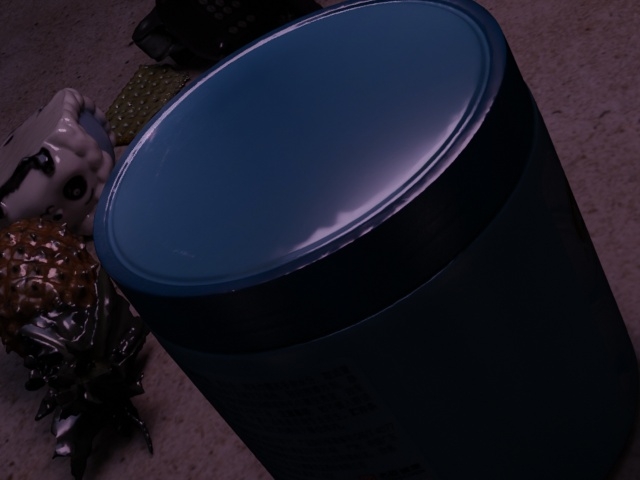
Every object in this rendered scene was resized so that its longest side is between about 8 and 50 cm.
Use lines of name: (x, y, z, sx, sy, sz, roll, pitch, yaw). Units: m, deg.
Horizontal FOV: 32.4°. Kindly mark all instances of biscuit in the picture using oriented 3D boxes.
biscuit: (-0.285, -0.219, 1.749, 0.144, 0.016, 0.203, -2, 45, 37)

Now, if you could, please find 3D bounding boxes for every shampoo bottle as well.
shampoo bottle: (0.050, 0.039, 0.874, 0.331, 0.343, 0.331, -21, 35, 16)

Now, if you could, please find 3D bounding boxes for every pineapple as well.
pineapple: (-0.275, 0.111, 1.233, 0.165, 0.165, 0.364, -38, 43, -8)

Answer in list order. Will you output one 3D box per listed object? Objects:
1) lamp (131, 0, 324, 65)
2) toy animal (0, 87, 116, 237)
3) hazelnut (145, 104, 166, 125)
lamp: (-0.127, -0.424, 1.688, 0.374, 0.205, 0.272, -10, 50, 46)
toy animal: (-0.366, -0.088, 1.529, 0.208, 0.156, 0.204, -41, 35, 17)
hazelnut: (-0.140, -0.090, 1.353, 0.178, 0.178, 0.204, -20, 5, 18)
